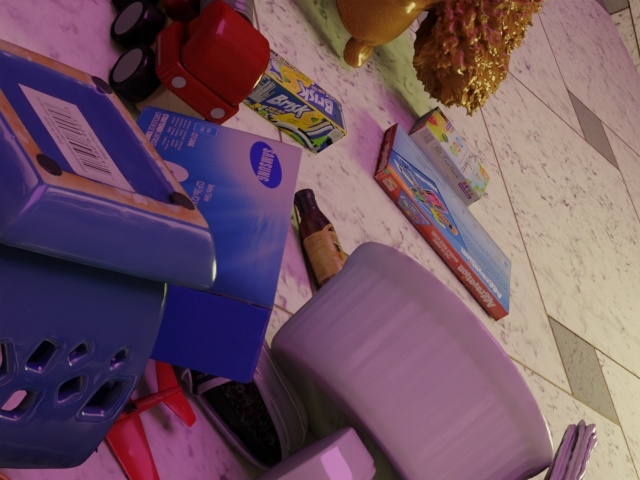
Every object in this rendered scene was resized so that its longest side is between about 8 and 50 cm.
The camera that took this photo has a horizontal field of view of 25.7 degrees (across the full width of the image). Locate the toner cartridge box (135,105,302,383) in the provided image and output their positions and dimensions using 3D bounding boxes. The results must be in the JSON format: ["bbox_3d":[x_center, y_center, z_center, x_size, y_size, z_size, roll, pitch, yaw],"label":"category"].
[{"bbox_3d":[-0.113,-0.010,1.228,0.165,0.075,0.348,16,24,-4],"label":"toner cartridge box"}]

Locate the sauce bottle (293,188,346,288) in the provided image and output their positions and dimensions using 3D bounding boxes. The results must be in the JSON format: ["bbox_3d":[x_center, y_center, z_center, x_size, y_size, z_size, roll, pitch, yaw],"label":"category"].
[{"bbox_3d":[0.000,0.000,1.609,0.042,0.042,0.128,14,51,-57],"label":"sauce bottle"}]

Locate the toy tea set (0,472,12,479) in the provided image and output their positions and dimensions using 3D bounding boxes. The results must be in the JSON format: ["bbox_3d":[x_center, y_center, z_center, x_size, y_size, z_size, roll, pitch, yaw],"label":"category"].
[{"bbox_3d":[-0.129,0.266,0.971,0.336,0.124,0.200,34,34,-41],"label":"toy tea set"}]

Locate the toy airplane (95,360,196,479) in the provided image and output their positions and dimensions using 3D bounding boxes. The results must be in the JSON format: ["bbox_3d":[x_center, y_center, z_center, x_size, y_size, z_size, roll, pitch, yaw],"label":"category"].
[{"bbox_3d":[-0.154,0.142,1.182,0.151,0.028,0.151,42,30,-33],"label":"toy airplane"}]

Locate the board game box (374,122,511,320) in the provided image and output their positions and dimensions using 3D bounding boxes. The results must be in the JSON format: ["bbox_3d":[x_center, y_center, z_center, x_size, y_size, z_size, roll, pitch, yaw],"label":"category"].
[{"bbox_3d":[0.178,-0.026,1.982,0.281,0.027,0.145,49,25,-18],"label":"board game box"}]

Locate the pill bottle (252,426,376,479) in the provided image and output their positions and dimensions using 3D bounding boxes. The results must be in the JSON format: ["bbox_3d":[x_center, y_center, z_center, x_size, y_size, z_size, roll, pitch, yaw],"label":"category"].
[{"bbox_3d":[0.051,0.318,1.191,0.301,0.169,0.169,59,25,2],"label":"pill bottle"}]

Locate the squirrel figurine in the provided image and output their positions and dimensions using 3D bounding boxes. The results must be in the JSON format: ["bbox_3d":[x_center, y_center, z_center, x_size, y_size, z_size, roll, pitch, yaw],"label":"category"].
[{"bbox_3d":[0.163,-0.382,2.075,0.397,0.281,0.370,43,35,-14],"label":"squirrel figurine"}]

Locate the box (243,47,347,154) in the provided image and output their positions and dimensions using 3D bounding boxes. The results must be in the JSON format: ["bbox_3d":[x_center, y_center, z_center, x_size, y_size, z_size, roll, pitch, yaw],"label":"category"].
[{"bbox_3d":[-0.041,-0.175,1.720,0.169,0.054,0.059,34,34,-42],"label":"box"}]

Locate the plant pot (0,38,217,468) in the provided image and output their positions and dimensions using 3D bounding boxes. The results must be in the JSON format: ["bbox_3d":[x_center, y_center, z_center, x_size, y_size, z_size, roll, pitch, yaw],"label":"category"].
[{"bbox_3d":[-0.224,-0.003,0.941,0.236,0.212,0.236,19,29,-55],"label":"plant pot"}]

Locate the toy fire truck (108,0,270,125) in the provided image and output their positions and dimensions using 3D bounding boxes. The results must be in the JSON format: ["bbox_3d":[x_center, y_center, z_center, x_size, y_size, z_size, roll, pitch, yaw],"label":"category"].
[{"bbox_3d":[-0.081,-0.237,1.488,0.158,0.246,0.217,38,31,-36],"label":"toy fire truck"}]

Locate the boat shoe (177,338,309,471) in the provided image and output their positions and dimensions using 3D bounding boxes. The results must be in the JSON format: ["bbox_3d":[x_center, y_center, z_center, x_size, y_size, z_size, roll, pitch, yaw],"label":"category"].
[{"bbox_3d":[-0.088,0.113,1.275,0.227,0.079,0.081,55,20,-13],"label":"boat shoe"}]

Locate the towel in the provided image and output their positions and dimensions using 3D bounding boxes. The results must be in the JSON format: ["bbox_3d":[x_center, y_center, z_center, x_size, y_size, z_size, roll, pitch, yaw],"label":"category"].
[{"bbox_3d":[0.191,0.327,1.346,0.034,0.285,0.209,24,24,11],"label":"towel"}]

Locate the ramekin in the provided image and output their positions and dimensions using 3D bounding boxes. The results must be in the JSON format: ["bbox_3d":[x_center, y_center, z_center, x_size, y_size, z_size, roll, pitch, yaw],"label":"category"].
[{"bbox_3d":[0.076,0.150,1.329,0.277,0.135,0.277,46,-16,18],"label":"ramekin"}]

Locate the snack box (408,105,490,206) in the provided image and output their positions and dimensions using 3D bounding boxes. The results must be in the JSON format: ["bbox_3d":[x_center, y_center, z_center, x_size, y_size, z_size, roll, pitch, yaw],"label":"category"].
[{"bbox_3d":[0.196,-0.126,2.115,0.141,0.037,0.100,54,26,-8],"label":"snack box"}]
